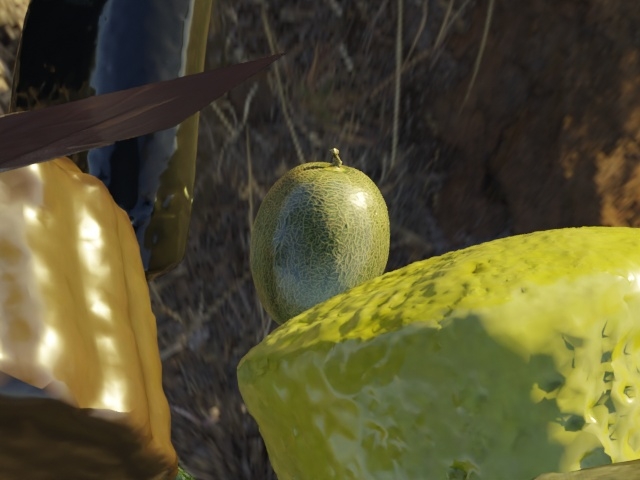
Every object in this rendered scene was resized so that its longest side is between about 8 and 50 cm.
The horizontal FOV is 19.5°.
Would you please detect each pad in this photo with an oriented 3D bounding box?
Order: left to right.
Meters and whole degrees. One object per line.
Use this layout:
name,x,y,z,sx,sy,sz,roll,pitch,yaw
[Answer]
pad,-0.116,-0.041,0.734,0.188,0.113,0.006,-16,85,-31

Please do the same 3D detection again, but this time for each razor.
razor,-0.156,-0.139,1.410,0.107,0.189,0.327,6,95,-42

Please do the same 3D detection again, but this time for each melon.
melon,0.000,0.000,1.870,0.139,0.139,0.192,11,104,0

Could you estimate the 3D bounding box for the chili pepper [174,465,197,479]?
chili pepper,-0.079,0.189,1.269,0.017,0.030,0.083,-43,116,-47

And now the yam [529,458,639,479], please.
yam,0.143,0.109,0.481,0.330,0.133,0.133,-9,82,12

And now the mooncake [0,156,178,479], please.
mooncake,-0.244,0.066,1.016,0.324,0.324,0.187,-9,63,-3

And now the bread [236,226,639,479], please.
bread,0.139,0.154,1.360,0.348,0.348,0.308,-20,92,-4
